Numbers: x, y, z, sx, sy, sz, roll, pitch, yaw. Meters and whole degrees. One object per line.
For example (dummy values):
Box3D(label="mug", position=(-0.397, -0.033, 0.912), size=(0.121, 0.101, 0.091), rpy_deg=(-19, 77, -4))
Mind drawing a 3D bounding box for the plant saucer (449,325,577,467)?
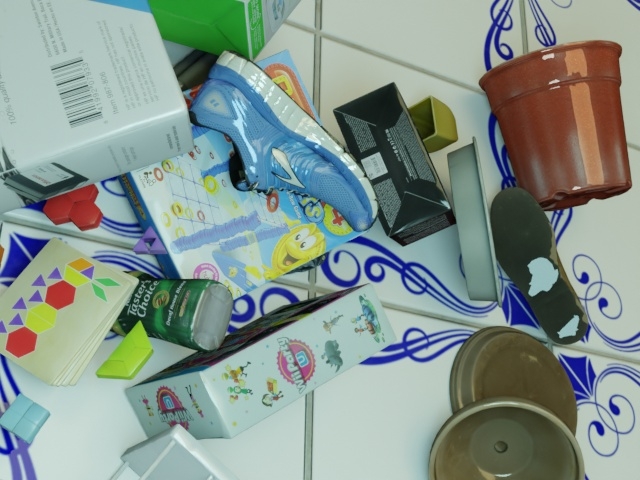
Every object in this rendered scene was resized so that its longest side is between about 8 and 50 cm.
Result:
Box3D(label="plant saucer", position=(0.344, 0.277, 1.719), size=(0.278, 0.041, 0.277), rpy_deg=(13, 63, -28))

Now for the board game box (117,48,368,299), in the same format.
Box3D(label="board game box", position=(-0.125, -0.085, 1.479), size=(0.302, 0.086, 0.308), rpy_deg=(-27, 96, -23))

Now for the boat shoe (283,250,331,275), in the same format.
Box3D(label="boat shoe", position=(0.000, 0.000, 1.614), size=(0.183, 0.065, 0.083), rpy_deg=(-16, 83, -29))

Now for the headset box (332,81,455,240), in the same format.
Box3D(label="headset box", position=(0.129, -0.113, 1.630), size=(0.110, 0.293, 0.218), rpy_deg=(-24, 82, 7))

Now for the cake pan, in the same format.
Box3D(label="cake pan", position=(0.259, -0.028, 1.684), size=(0.054, 0.293, 0.293), rpy_deg=(-9, 69, 9))

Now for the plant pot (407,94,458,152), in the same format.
Box3D(label="plant pot", position=(0.205, -0.204, 1.822), size=(0.083, 0.082, 0.081), rpy_deg=(14, 62, -40))

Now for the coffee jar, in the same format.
Box3D(label="coffee jar", position=(-0.214, 0.094, 1.358), size=(0.079, 0.185, 0.096), rpy_deg=(36, 64, -51))

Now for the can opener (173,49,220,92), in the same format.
Box3D(label="can opener", position=(-0.222, -0.226, 1.578), size=(0.280, 0.074, 0.093), rpy_deg=(-54, 135, -34))

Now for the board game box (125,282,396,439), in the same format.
Box3D(label="board game box", position=(-0.081, 0.171, 1.378), size=(0.303, 0.224, 0.097), rpy_deg=(-27, 94, -38))

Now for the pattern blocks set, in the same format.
Box3D(label="pattern blocks set", position=(-0.342, 0.089, 1.303), size=(0.285, 0.026, 0.325), rpy_deg=(37, 69, 19))

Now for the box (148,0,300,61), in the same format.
Box3D(label="box", position=(-0.175, -0.425, 1.572), size=(0.262, 0.126, 0.231), rpy_deg=(18, 52, 16))

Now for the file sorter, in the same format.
Box3D(label="file sorter", position=(-0.163, 0.402, 1.252), size=(0.278, 0.193, 0.173), rpy_deg=(44, 56, -8))

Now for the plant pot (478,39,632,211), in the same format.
Box3D(label="plant pot", position=(0.460, -0.203, 1.880), size=(0.273, 0.272, 0.264), rpy_deg=(-5, 81, -34))

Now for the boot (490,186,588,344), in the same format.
Box3D(label="boot", position=(0.397, 0.049, 1.824), size=(0.305, 0.112, 0.115), rpy_deg=(68, 14, 11))

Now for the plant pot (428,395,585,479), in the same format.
Box3D(label="plant pot", position=(0.289, 0.346, 1.578), size=(0.237, 0.237, 0.110), rpy_deg=(47, 12, -6))

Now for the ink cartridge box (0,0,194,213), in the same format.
Box3D(label="ink cartridge box", position=(-0.397, -0.203, 1.289), size=(0.395, 0.166, 0.285), rpy_deg=(-19, 78, -8))

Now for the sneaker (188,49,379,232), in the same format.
Box3D(label="sneaker", position=(-0.053, -0.115, 1.413), size=(0.330, 0.130, 0.147), rpy_deg=(41, 95, -22))
